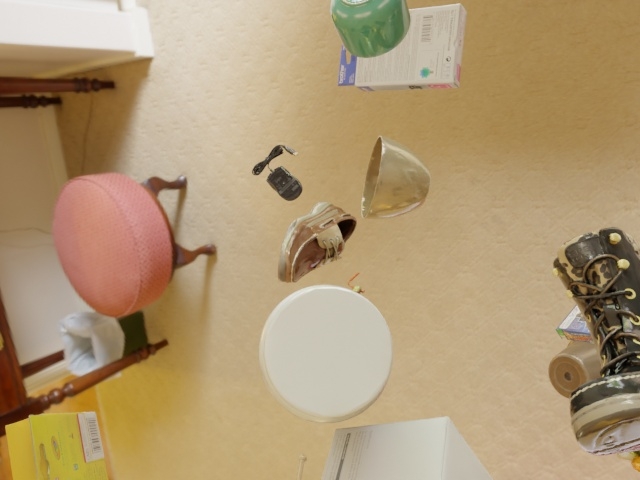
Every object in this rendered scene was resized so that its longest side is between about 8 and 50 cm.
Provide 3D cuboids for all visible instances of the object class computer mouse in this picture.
[{"bbox_3d":[-0.135,-0.269,2.141,0.262,0.060,0.184,39,85,29],"label":"computer mouse"}]

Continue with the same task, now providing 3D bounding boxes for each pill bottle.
[{"bbox_3d":[0.006,0.183,0.863,0.204,0.361,0.204,0,77,-1],"label":"pill bottle"}]

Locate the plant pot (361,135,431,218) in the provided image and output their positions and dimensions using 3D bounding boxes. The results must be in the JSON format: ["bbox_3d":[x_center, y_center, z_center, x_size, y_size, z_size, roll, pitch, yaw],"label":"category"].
[{"bbox_3d":[0.263,-0.196,1.804,0.190,0.284,0.284,10,114,-4],"label":"plant pot"}]

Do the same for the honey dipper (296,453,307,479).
[{"bbox_3d":[-0.045,0.474,1.029,0.030,0.161,0.031,2,112,5],"label":"honey dipper"}]

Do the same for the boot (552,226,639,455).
[{"bbox_3d":[0.403,0.122,0.718,0.138,0.377,0.284,-44,49,40],"label":"boot"}]

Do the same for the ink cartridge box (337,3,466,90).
[{"bbox_3d":[0.198,-0.474,1.332,0.311,0.065,0.186,7,94,27],"label":"ink cartridge box"}]

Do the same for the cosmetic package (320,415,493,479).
[{"bbox_3d":[0.156,0.427,0.901,0.224,0.138,0.224,-18,120,32],"label":"cosmetic package"}]

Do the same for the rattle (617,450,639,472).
[{"bbox_3d":[0.768,0.444,1.296,0.130,0.142,0.200,2,81,50],"label":"rattle"}]

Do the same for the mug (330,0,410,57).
[{"bbox_3d":[0.086,-0.411,0.920,0.129,0.097,0.158,7,71,25],"label":"mug"}]

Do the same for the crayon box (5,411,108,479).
[{"bbox_3d":[-0.545,0.465,1.104,0.318,0.081,0.202,95,157,-72],"label":"crayon box"}]

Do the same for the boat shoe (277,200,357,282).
[{"bbox_3d":[0.000,0.000,1.264,0.116,0.324,0.123,16,125,17],"label":"boat shoe"}]

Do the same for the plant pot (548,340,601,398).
[{"bbox_3d":[0.898,0.441,1.786,0.263,0.229,0.263,9,101,58],"label":"plant pot"}]

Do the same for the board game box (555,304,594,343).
[{"bbox_3d":[0.680,0.164,1.279,0.035,0.201,0.136,52,162,-11],"label":"board game box"}]

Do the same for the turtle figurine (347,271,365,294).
[{"bbox_3d":[0.127,0.269,1.996,0.217,0.087,0.269,35,106,1],"label":"turtle figurine"}]
